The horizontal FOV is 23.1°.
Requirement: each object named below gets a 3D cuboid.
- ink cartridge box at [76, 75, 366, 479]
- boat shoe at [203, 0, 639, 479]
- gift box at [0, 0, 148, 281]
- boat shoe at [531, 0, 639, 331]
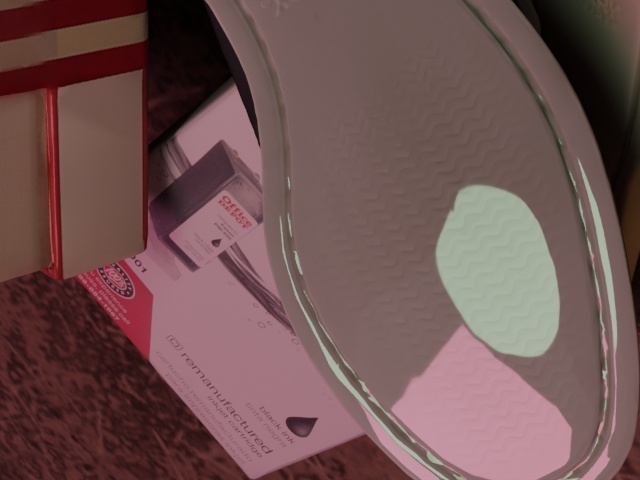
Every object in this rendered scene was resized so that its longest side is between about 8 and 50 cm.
[{"bbox_3d":[0.000,0.000,0.678,0.158,0.092,0.218,50,140,-7],"label":"ink cartridge box"},{"bbox_3d":[0.024,-0.056,0.511,0.114,0.091,0.302,-24,80,18],"label":"boat shoe"},{"bbox_3d":[-0.218,-0.124,0.608,0.276,0.258,0.255,32,127,39],"label":"gift box"},{"bbox_3d":[0.127,-0.107,0.482,0.112,0.095,0.335,53,148,37],"label":"boat shoe"}]
